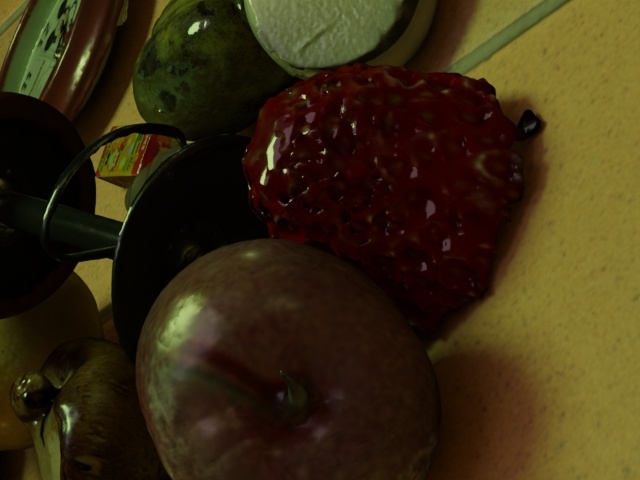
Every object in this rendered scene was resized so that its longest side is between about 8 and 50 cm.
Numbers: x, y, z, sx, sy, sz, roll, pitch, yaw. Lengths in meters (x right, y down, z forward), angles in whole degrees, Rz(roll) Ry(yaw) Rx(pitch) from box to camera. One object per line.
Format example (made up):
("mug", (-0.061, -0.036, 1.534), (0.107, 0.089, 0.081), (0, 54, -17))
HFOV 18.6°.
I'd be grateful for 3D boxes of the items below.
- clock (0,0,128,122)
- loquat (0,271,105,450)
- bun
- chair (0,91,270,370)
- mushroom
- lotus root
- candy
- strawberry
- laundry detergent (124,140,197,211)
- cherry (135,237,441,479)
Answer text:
("clock", (-0.314, -0.227, 2.396), (0.318, 0.080, 0.318), (-48, 30, 40))
("loquat", (-0.326, 0.108, 2.007), (0.213, 0.213, 0.213), (-41, 36, 40))
("bun", (0.023, -0.216, 1.715), (0.173, 0.173, 0.120), (-66, -17, 1))
("chair", (-0.217, -0.008, 1.732), (0.401, 0.226, 0.226), (13, 80, 45))
("mushroom", (-0.198, 0.188, 1.795), (0.231, 0.138, 0.194), (-125, 19, -67))
("lotus root", (-0.081, -0.190, 1.865), (0.278, 0.154, 0.154), (-44, 34, 48))
("candy", (-0.199, -0.092, 2.124), (0.122, 0.038, 0.062), (1, 70, 61))
("strawberry", (0.034, -0.045, 1.510), (0.234, 0.178, 0.234), (-27, 55, 46))
("laundry detergent", (-0.138, -0.010, 1.908), (0.237, 0.076, 0.171), (-8, 66, 59))
("cherry", (-0.023, 0.115, 1.432), (0.285, 0.213, 0.236), (108, 146, -76))
